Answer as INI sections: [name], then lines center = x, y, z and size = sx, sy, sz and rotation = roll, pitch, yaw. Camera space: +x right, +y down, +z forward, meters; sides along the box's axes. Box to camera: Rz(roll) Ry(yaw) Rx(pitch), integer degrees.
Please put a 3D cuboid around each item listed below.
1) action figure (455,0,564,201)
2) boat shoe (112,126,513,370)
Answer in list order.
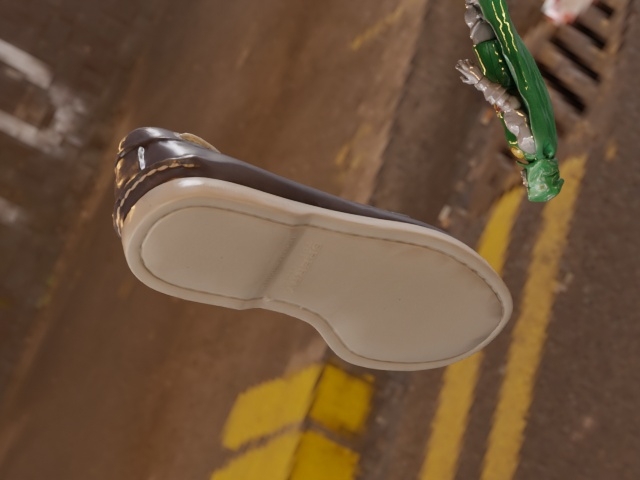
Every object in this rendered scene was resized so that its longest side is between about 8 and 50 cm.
[action figure]
center = 0.150, -0.142, 1.381
size = 0.063, 0.232, 0.137
rotation = -21, -6, 13
[boat shoe]
center = 0.000, 0.000, 0.713
size = 0.075, 0.206, 0.065
rotation = -51, 42, 24
